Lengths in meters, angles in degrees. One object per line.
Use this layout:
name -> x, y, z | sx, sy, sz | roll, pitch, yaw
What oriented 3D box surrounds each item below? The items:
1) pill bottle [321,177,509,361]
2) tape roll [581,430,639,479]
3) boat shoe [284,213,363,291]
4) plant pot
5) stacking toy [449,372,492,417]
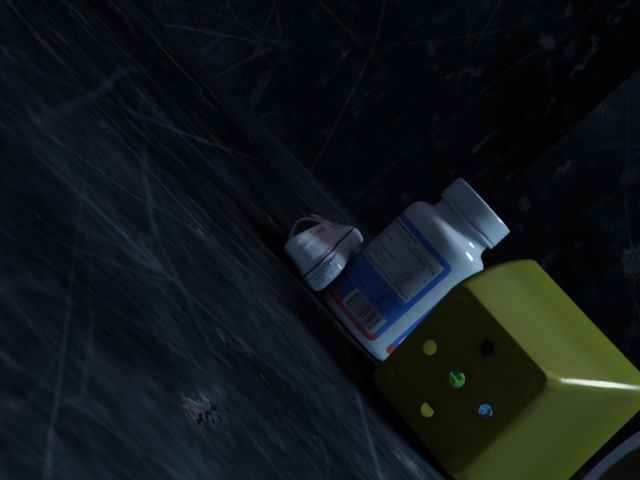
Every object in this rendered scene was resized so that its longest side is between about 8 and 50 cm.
pill bottle -> 0.118, 0.031, 1.572 | 0.124, 0.221, 0.124 | 48, 4, -4
tape roll -> 0.419, 0.348, 1.567 | 0.169, 0.246, 0.246 | 47, 4, 0
boat shoe -> 0.000, 0.000, 1.606 | 0.076, 0.083, 0.226 | 48, 5, -4
plant pot -> 0.183, 0.150, 1.365 | 0.212, 0.212, 0.187 | 50, 17, 27
stacking toy -> 0.239, 0.175, 1.697 | 0.052, 0.221, 0.167 | 6, 26, -22
